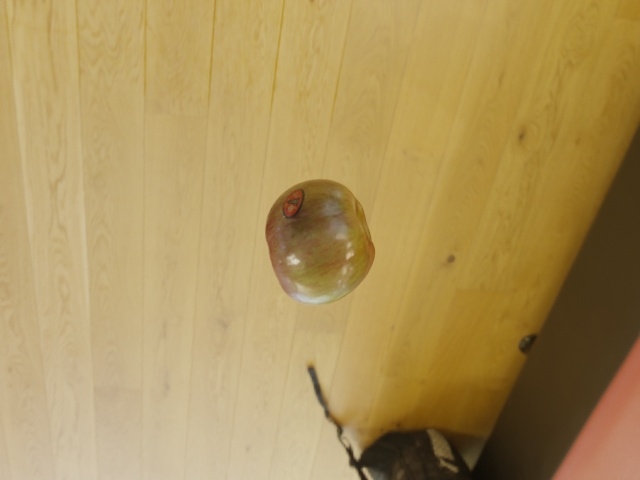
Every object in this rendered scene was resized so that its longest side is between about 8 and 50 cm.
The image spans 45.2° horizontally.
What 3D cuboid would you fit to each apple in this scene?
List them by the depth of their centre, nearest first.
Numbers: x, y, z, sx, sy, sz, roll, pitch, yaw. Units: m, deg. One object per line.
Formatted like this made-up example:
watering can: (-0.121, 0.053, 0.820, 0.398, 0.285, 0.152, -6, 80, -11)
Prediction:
apple: (0.001, 0.003, 0.784, 0.102, 0.126, 0.126, -16, 127, 6)
